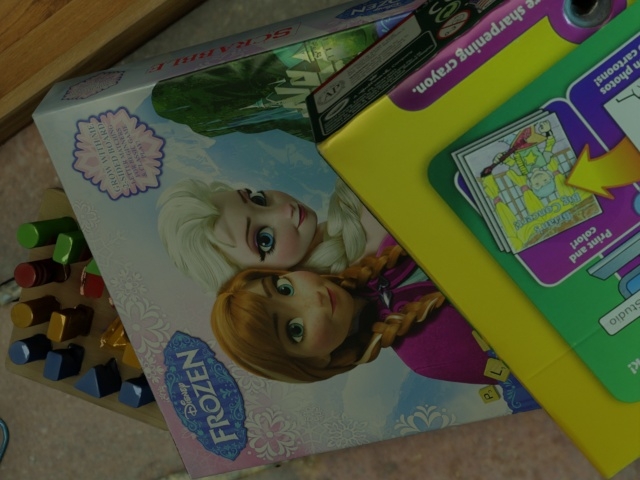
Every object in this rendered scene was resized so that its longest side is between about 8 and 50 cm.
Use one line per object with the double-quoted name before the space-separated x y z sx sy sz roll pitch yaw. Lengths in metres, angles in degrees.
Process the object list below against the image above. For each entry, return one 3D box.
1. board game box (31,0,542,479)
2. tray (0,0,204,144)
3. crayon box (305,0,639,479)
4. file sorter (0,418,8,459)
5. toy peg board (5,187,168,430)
"board game box" 0.000 0.000 1.243 0.318 0.066 0.318 -14 113 17
"tray" -0.178 -0.255 1.365 0.411 0.076 0.203 -32 83 21
"crayon box" 0.229 -0.074 1.102 0.363 0.106 0.313 -38 112 11
"file sorter" -0.351 0.182 1.419 0.118 0.170 0.104 27 100 17
"toy peg board" -0.183 0.057 1.389 0.161 0.079 0.160 18 101 19
